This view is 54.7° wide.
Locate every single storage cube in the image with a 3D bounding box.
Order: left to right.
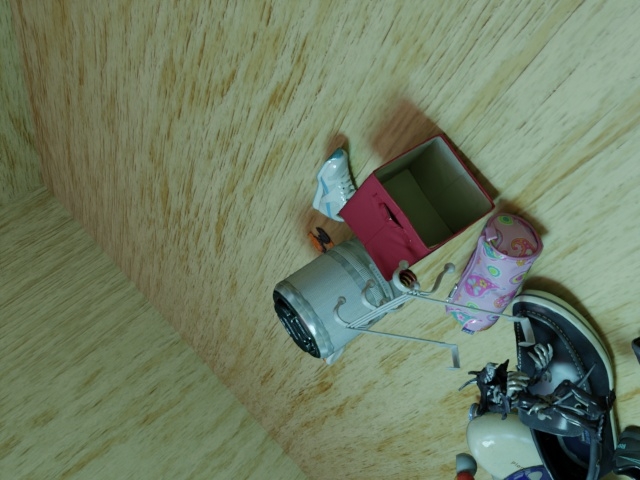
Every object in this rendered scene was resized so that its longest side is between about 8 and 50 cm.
[{"bbox_3d":[0.185,-0.061,1.225,0.183,0.215,0.193,55,152,8],"label":"storage cube"}]

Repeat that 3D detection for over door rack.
[{"bbox_3d":[0.222,0.145,1.246,0.324,0.108,0.239,24,147,-20],"label":"over door rack"}]

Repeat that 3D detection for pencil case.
[{"bbox_3d":[0.342,0.073,1.252,0.124,0.124,0.284,39,147,19],"label":"pencil case"}]

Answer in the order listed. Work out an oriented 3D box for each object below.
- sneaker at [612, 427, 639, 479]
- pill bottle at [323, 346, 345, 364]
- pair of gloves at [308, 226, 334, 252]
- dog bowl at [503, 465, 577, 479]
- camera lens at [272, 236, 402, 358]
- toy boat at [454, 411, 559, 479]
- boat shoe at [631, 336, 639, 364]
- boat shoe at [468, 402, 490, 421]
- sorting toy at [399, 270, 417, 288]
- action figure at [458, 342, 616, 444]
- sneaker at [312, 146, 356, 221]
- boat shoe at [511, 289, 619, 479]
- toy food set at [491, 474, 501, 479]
[{"bbox_3d":[0.716,0.492,1.234,0.267,0.106,0.101,28,141,31],"label":"sneaker"},{"bbox_3d":[-0.002,0.326,2.014,0.152,0.086,0.086,35,146,24],"label":"pill bottle"},{"bbox_3d":[0.000,0.000,1.732,0.074,0.010,0.083,52,149,-2],"label":"pair of gloves"},{"bbox_3d":[0.540,0.651,1.439,0.265,0.104,0.264,5,122,8],"label":"dog bowl"},{"bbox_3d":[0.037,0.143,1.539,0.219,0.274,0.219,50,162,23],"label":"camera lens"},{"bbox_3d":[0.440,0.534,1.538,0.268,0.148,0.318,34,122,-9],"label":"toy boat"},{"bbox_3d":[0.625,0.183,1.010,0.092,0.103,0.285,50,161,2],"label":"boat shoe"},{"bbox_3d":[0.458,0.493,1.623,0.183,0.066,0.066,50,146,-19],"label":"boat shoe"},{"bbox_3d":[0.192,0.083,1.537,0.102,0.042,0.061,39,148,19],"label":"sorting toy"},{"bbox_3d":[0.395,0.271,1.157,0.276,0.164,0.140,12,125,33],"label":"action figure"},{"bbox_3d":[0.044,-0.132,1.469,0.092,0.087,0.228,34,153,14],"label":"sneaker"},{"bbox_3d":[0.500,0.326,1.289,0.187,0.156,0.499,8,127,50],"label":"boat shoe"},{"bbox_3d":[0.595,0.677,1.625,0.306,0.092,0.219,-2,115,50],"label":"toy food set"}]
